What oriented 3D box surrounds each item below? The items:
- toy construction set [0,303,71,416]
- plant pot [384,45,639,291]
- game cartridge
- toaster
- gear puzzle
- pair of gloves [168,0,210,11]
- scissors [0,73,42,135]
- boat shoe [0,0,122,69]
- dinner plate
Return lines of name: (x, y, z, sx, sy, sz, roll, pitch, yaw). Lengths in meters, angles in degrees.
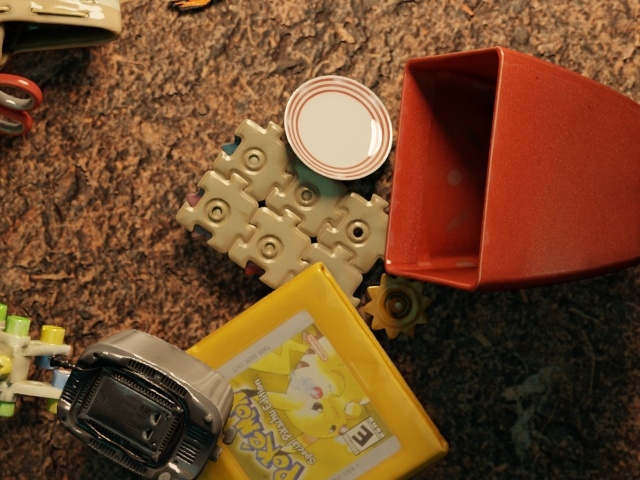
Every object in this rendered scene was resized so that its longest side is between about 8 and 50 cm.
toy construction set: (-0.460, 0.124, 1.732, 0.215, 0.328, 0.151, 16, 81, 42)
plant pot: (0.245, -0.074, 1.728, 0.236, 0.267, 0.267, 5, 92, -20)
game cartridge: (-0.051, 0.229, 1.813, 0.324, 0.053, 0.285, -35, 91, 10)
toaster: (-0.208, 0.190, 1.739, 0.227, 0.146, 0.129, 27, 101, 5)
gear puzzle: (0.000, 0.000, 1.840, 0.339, 0.044, 0.175, 35, 90, -4)
pair of gloves: (-0.162, -0.332, 1.842, 0.074, 0.010, 0.083, -14, 89, 2)
scissors: (-0.472, -0.210, 1.762, 0.297, 0.109, 0.021, 25, 54, -24)
boat shoe: (-0.413, -0.266, 1.779, 0.341, 0.121, 0.110, -11, 73, -1)
dinner plate: (0.021, -0.139, 1.824, 0.141, 0.017, 0.141, 5, 71, -16)
